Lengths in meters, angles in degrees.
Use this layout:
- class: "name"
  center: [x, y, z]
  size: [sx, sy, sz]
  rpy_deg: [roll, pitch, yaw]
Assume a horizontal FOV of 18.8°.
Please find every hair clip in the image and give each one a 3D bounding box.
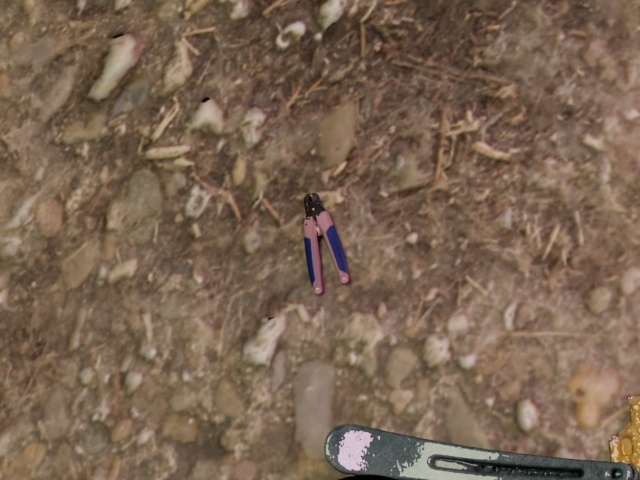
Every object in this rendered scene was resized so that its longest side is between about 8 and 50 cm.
- class: "hair clip"
  center: [0.144, 0.191, 1.661]
  size: [0.275, 0.083, 0.048]
  rpy_deg: [1, 69, 24]

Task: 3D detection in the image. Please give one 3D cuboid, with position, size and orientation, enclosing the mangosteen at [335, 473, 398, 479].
- class: "mangosteen"
  center: [0.031, 0.276, 1.649]
  size: [0.151, 0.137, 0.137]
  rpy_deg: [-50, 44, 39]

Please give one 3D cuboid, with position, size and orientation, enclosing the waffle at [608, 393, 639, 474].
- class: "waffle"
  center: [0.283, 0.190, 1.610]
  size: [0.092, 0.021, 0.135]
  rpy_deg: [-12, 63, 28]

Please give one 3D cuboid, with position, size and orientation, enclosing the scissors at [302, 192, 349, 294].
- class: "scissors"
  center: [0.000, 0.000, 1.876]
  size: [0.039, 0.012, 0.113]
  rpy_deg: [-23, 55, 14]
